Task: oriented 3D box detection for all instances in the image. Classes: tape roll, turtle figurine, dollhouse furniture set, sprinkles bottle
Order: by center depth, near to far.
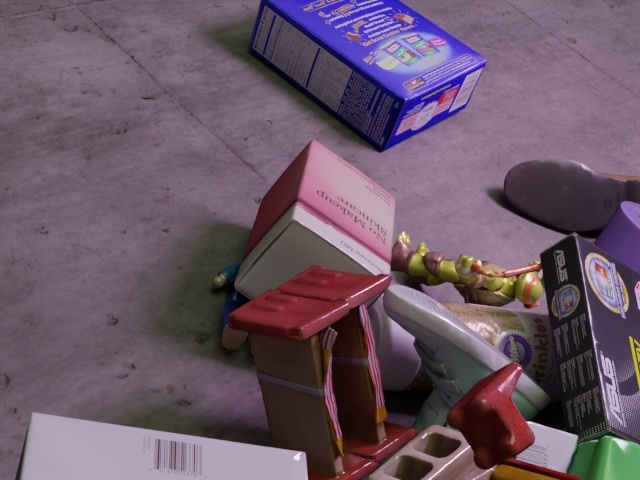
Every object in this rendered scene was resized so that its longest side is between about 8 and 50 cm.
[{"bbox_3d":[0.097,0.162,1.070,0.374,0.201,0.152,8,26,41],"label":"dollhouse furniture set"},{"bbox_3d":[0.220,0.141,1.358,0.355,0.121,0.121,8,40,-20],"label":"sprinkles bottle"},{"bbox_3d":[0.214,0.051,1.432,0.217,0.087,0.269,14,6,33],"label":"turtle figurine"},{"bbox_3d":[0.524,0.024,1.656,0.189,0.080,0.189,24,24,-11],"label":"tape roll"}]

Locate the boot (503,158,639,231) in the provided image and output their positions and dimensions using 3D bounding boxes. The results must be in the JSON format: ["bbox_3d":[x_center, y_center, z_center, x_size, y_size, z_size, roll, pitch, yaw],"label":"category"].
[{"bbox_3d":[0.439,-0.073,1.779,0.305,0.112,0.115,7,7,-10],"label":"boot"}]

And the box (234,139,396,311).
[{"bbox_3d":[0.000,0.000,1.356,0.148,0.127,0.232,35,27,-13],"label":"box"}]

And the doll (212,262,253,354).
[{"bbox_3d":[-0.074,0.072,1.346,0.129,0.046,0.189,17,32,-7],"label":"doll"}]

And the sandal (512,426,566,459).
[{"bbox_3d":[0.315,0.281,1.255,0.416,0.102,0.169,-15,51,-39],"label":"sandal"}]

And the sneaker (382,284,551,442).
[{"bbox_3d":[0.134,0.167,1.220,0.256,0.151,0.094,39,6,-24],"label":"sneaker"}]

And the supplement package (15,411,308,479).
[{"bbox_3d":[-0.151,0.293,0.958,0.262,0.145,0.204,12,39,-16],"label":"supplement package"}]

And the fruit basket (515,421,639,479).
[{"bbox_3d":[0.319,0.389,1.075,0.327,0.165,0.353,15,74,-10],"label":"fruit basket"}]

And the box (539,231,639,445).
[{"bbox_3d":[0.367,0.149,1.273,0.216,0.060,0.270,29,44,-30],"label":"box"}]

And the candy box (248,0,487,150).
[{"bbox_3d":[0.080,-0.319,1.838,0.317,0.122,0.268,40,41,19],"label":"candy box"}]
